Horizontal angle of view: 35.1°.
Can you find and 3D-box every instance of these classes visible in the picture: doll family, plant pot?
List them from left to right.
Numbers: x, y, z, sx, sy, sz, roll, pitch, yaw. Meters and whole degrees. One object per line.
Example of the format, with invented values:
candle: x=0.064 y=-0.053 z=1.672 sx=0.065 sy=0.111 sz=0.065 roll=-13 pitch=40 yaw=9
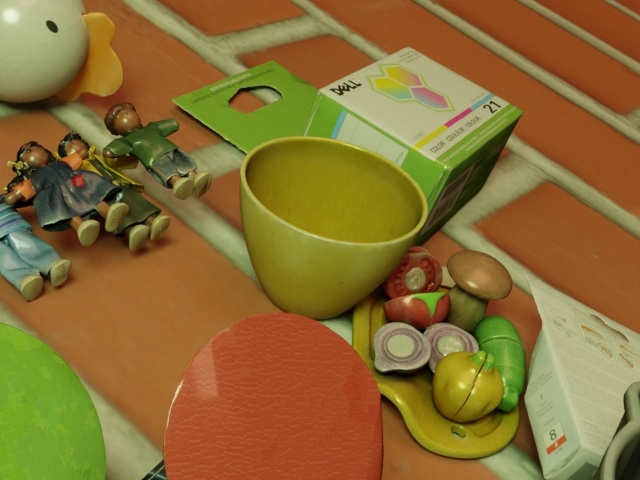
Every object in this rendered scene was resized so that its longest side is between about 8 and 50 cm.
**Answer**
doll family: x=-0.175 y=-0.035 z=0.704 sx=0.111 sy=0.076 sz=0.193 roll=43 pitch=41 yaw=19
plant pot: x=0.000 y=0.000 z=0.730 sx=0.134 sy=0.095 sz=0.134 roll=11 pitch=34 yaw=-7

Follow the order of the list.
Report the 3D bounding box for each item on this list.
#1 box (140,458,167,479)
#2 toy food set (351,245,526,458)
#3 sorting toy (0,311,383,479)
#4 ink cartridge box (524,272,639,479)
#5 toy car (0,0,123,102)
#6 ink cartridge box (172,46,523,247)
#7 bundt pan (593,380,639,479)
box: x=-0.063 y=0.145 z=0.567 sx=0.067 sy=0.018 sz=0.083 roll=32 pitch=35 yaw=15
toy food set: x=0.093 y=0.054 z=0.737 sx=0.128 sy=0.071 sz=0.218 roll=16 pitch=34 yaw=-10
sorting toy: x=-0.153 y=0.102 z=0.464 sx=0.365 sy=0.126 sz=0.127 roll=0 pitch=82 yaw=-29
ink cartridge box: x=0.205 y=0.117 z=0.720 sx=0.145 sy=0.045 sz=0.179 roll=27 pitch=28 yaw=-20
toy car: x=-0.253 y=-0.191 z=0.778 sx=0.238 sy=0.210 sz=0.219 roll=23 pitch=42 yaw=-23
ink cartridge box: x=0.026 y=-0.118 z=0.911 sx=0.255 sy=0.097 sz=0.189 roll=34 pitch=34 yaw=14
bundt pan: x=0.275 y=0.215 z=0.528 sx=0.330 sy=0.124 sz=0.331 roll=11 pitch=42 yaw=-10
